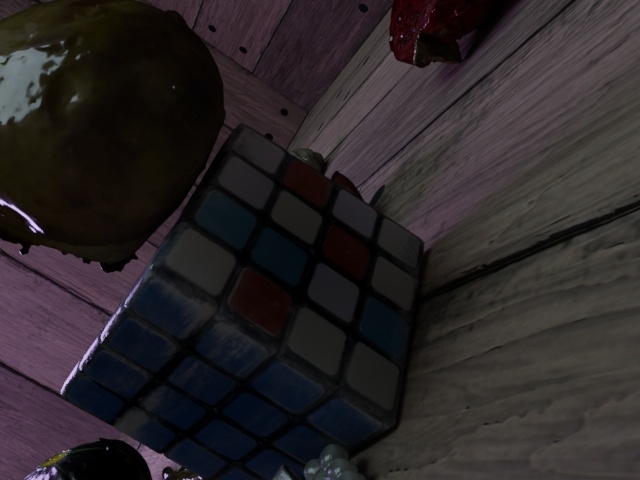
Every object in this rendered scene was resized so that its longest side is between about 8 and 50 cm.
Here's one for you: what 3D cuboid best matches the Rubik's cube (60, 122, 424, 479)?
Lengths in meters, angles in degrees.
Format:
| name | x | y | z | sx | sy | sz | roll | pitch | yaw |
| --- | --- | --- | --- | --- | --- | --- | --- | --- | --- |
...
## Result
| name | x | y | z | sx | sy | sz | roll | pitch | yaw |
| --- | --- | --- | --- | --- | --- | --- | --- | --- | --- |
| Rubik's cube | -0.071 | 0.083 | 0.675 | 0.259 | 0.256 | 0.253 | -47 | 14 | 40 |

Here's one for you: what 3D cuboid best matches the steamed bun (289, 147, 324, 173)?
| name | x | y | z | sx | sy | sz | roll | pitch | yaw |
| --- | --- | --- | --- | --- | --- | --- | --- | --- | --- |
| steamed bun | -0.095 | -0.180 | 1.825 | 0.218 | 0.144 | 0.211 | -54 | 11 | 12 |

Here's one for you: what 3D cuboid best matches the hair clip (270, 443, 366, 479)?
| name | x | y | z | sx | sy | sz | roll | pitch | yaw |
| --- | --- | --- | --- | --- | --- | --- | --- | --- | --- |
| hair clip | -0.002 | 0.243 | 0.489 | 0.140 | 0.054 | 0.220 | -51 | 14 | -4 |

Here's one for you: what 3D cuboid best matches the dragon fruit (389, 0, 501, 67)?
| name | x | y | z | sx | sy | sz | roll | pitch | yaw |
| --- | --- | --- | --- | --- | --- | --- | --- | --- | --- |
| dragon fruit | 0.223 | -0.395 | 1.090 | 0.317 | 0.151 | 0.205 | -115 | 38 | -67 |

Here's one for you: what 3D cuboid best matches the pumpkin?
| name | x | y | z | sx | sy | sz | roll | pitch | yaw |
| --- | --- | --- | --- | --- | --- | --- | --- | --- | --- |
| pumpkin | -0.452 | 0.541 | 1.220 | 0.296 | 0.295 | 0.296 | -54 | 11 | 16 |

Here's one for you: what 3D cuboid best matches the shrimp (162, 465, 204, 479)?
| name | x | y | z | sx | sy | sz | roll | pitch | yaw |
| --- | --- | --- | --- | --- | --- | --- | --- | --- | --- |
| shrimp | -0.175 | 0.338 | 0.964 | 0.173 | 0.058 | 0.253 | -53 | 12 | -24 |

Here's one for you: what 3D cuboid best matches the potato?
| name | x | y | z | sx | sy | sz | roll | pitch | yaw |
| --- | --- | --- | --- | --- | --- | --- | --- | --- | --- |
| potato | -0.200 | -0.128 | 0.620 | 0.237 | 0.300 | 0.289 | -27 | 59 | 28 |

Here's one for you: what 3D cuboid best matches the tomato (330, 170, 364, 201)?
| name | x | y | z | sx | sy | sz | roll | pitch | yaw |
| --- | --- | --- | --- | --- | --- | --- | --- | --- | --- |
| tomato | 0.004 | 0.001 | 1.013 | 0.228 | 0.101 | 0.228 | -54 | 2 | 3 |
